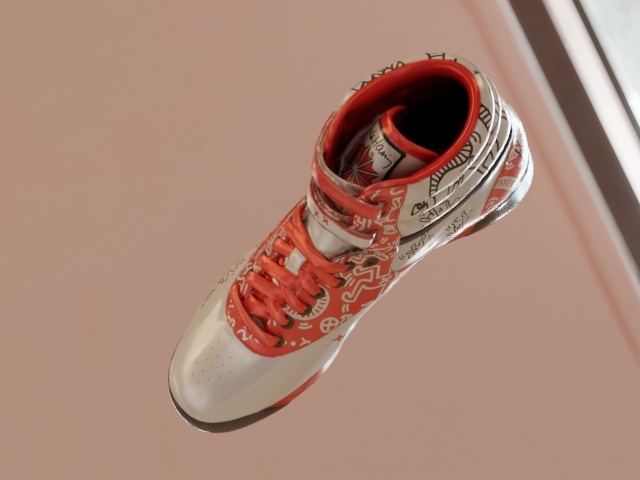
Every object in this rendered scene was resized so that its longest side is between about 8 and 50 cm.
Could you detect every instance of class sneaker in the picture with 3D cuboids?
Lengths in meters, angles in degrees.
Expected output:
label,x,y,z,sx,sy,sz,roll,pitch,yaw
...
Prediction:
label,x,y,z,sx,sy,sz,roll,pitch,yaw
sneaker,0.000,-0.001,0.858,0.270,0.090,0.145,-38,156,1
